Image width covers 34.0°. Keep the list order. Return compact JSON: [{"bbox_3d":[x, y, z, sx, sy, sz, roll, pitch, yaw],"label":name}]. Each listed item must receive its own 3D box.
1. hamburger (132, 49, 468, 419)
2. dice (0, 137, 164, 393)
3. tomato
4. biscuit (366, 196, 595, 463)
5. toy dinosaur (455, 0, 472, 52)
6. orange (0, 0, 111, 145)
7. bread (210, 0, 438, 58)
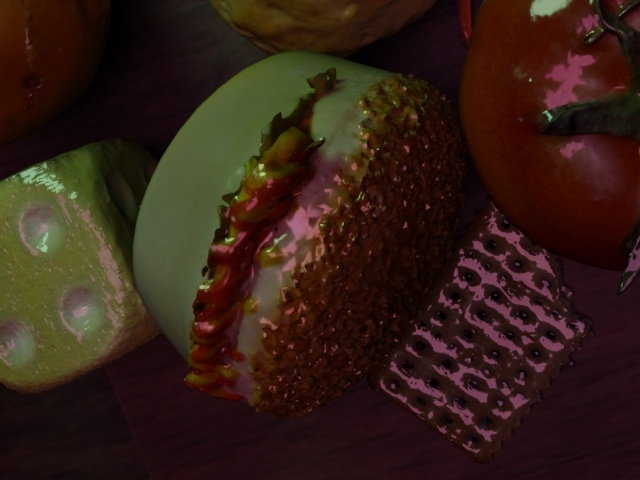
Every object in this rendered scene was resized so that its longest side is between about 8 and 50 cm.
[{"bbox_3d":[0.000,0.000,0.782,0.179,0.294,0.276,31,119,25],"label":"hamburger"},{"bbox_3d":[-0.207,0.020,0.903,0.166,0.169,0.169,-24,93,18],"label":"dice"},{"bbox_3d":[0.222,-0.105,0.727,0.255,0.224,0.256,1,103,2],"label":"tomato"},{"bbox_3d":[0.143,0.084,0.896,0.144,0.016,0.203,36,108,7],"label":"biscuit"},{"bbox_3d":[0.151,-0.271,0.814,0.101,0.055,0.280,2,102,25],"label":"toy dinosaur"},{"bbox_3d":[-0.294,-0.192,0.867,0.239,0.240,0.240,3,100,15],"label":"orange"},{"bbox_3d":[-0.003,-0.251,0.808,0.244,0.134,0.245,2,96,22],"label":"bread"}]
